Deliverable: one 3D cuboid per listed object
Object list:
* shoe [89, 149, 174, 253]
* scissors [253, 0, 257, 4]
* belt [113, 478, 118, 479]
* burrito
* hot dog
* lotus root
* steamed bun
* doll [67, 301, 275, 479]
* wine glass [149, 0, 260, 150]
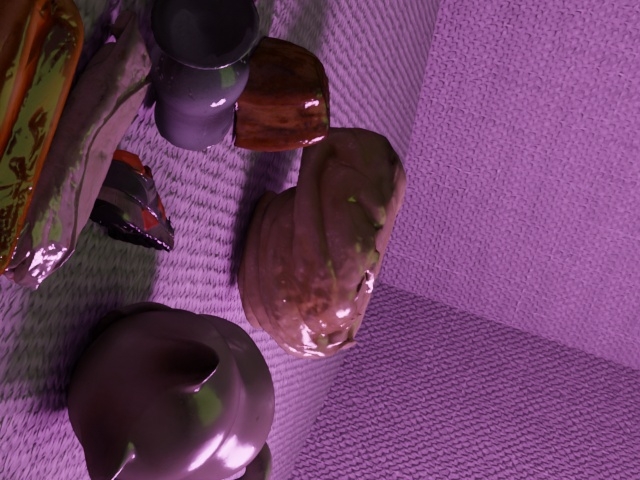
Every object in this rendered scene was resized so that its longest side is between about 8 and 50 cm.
[{"bbox_3d":[-0.193,-0.040,1.254,0.194,0.074,0.077,55,49,-76],"label":"shoe"},{"bbox_3d":[-0.077,-0.368,1.415,0.110,0.021,0.212,-45,152,-62],"label":"scissors"},{"bbox_3d":[-0.257,0.336,1.643,0.100,0.065,0.179,85,26,-47],"label":"belt"},{"bbox_3d":[-0.216,-0.086,1.060,0.082,0.059,0.275,80,29,-62],"label":"burrito"},{"bbox_3d":[-0.247,-0.081,0.869,0.100,0.068,0.249,33,74,-67],"label":"hot dog"},{"bbox_3d":[-0.054,-0.202,1.618,0.095,0.135,0.159,0,95,-79],"label":"lotus root"},{"bbox_3d":[-0.002,0.005,1.924,0.372,0.230,0.324,101,11,-48],"label":"steamed bun"},{"bbox_3d":[-0.173,0.188,1.407,0.215,0.226,0.370,-40,157,-1],"label":"doll"},{"bbox_3d":[-0.123,-0.171,1.196,0.231,0.103,0.103,116,-4,-70],"label":"wine glass"}]
